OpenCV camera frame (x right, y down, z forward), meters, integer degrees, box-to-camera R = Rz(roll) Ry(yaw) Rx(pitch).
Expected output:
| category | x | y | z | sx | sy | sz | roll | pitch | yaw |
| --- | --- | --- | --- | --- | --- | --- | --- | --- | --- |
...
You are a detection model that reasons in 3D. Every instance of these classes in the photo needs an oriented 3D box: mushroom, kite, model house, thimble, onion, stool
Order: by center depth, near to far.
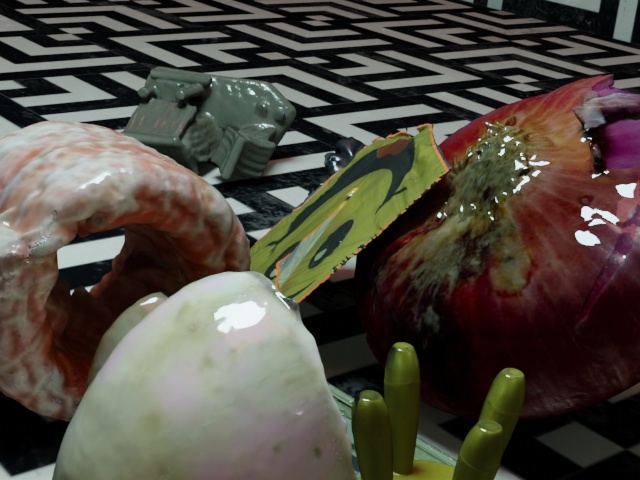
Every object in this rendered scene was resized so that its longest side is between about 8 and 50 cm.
| category | x | y | z | sx | sy | sz | roll | pitch | yaw |
| --- | --- | --- | --- | --- | --- | --- | --- | --- | --- |
| mushroom | -0.105 | 0.114 | 0.738 | 0.173 | 0.162 | 0.236 | -21 | 37 | -33 |
| stool | 0.080 | 0.147 | 0.770 | 0.135 | 0.110 | 0.134 | -6 | 25 | -24 |
| thimble | -0.194 | 0.023 | 0.902 | 0.239 | 0.239 | 0.162 | -11 | 29 | -36 |
| onion | 0.208 | 0.030 | 0.968 | 0.348 | 0.285 | 0.347 | -28 | 34 | 21 |
| kite | -0.002 | -0.002 | 1.053 | 0.327 | 0.013 | 0.378 | -51 | 17 | -27 |
| model house | -0.165 | -0.154 | 1.502 | 0.229 | 0.122 | 0.188 | 13 | 25 | 11 |

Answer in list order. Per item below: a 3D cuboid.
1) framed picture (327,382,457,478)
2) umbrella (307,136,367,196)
| category | x | y | z | sx | sy | sz | roll | pitch | yaw |
| --- | --- | --- | --- | --- | --- | --- | --- | --- | --- |
| framed picture | 0.003 | 0.171 | 0.855 | 0.173 | 0.010 | 0.231 | -16 | 30 | -42 |
| umbrella | 0.140 | -0.028 | 1.254 | 0.337 | 0.128 | 0.154 | 25 | 26 | 35 |
